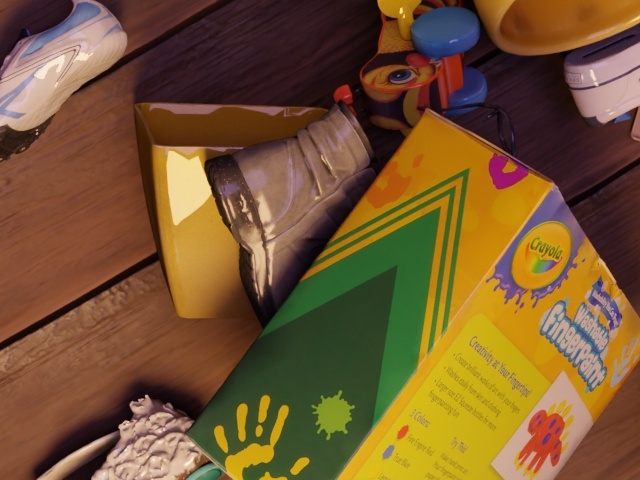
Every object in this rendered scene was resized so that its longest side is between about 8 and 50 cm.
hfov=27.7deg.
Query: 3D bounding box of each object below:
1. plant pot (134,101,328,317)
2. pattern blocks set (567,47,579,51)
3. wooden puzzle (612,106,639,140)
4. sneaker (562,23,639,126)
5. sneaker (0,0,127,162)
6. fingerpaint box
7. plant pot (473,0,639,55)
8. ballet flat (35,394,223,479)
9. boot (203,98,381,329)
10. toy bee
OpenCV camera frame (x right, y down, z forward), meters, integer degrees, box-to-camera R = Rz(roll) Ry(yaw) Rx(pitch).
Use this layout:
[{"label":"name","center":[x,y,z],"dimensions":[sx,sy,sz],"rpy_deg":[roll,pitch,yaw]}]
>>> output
[{"label":"plant pot","center":[-0.080,-0.029,1.344],"dimensions":[0.212,0.212,0.187],"rpy_deg":[0,107,-13]},{"label":"pattern blocks set","center":[0.429,-0.321,1.516],"dimensions":[0.325,0.026,0.285],"rpy_deg":[1,95,-13]},{"label":"wooden puzzle","center":[0.405,-0.146,1.536],"dimensions":[0.116,0.014,0.078],"rpy_deg":[22,86,-15]},{"label":"sneaker","center":[0.395,-0.208,1.470],"dimensions":[0.258,0.094,0.091],"rpy_deg":[-22,118,-5]},{"label":"sneaker","center":[-0.306,-0.159,1.338],"dimensions":[0.237,0.085,0.086],"rpy_deg":[-41,77,-3]},{"label":"fingerpaint box","center":[0.124,0.138,1.298],"dimensions":[0.371,0.163,0.445],"rpy_deg":[-53,147,-3]},{"label":"plant pot","center":[0.249,-0.353,1.320],"dimensions":[0.254,0.254,0.239],"rpy_deg":[-16,74,-11]},{"label":"ballet flat","center":[-0.279,0.325,1.380],"dimensions":[0.409,0.147,0.147],"rpy_deg":[-43,103,-9]},{"label":"boot","center":[0.000,0.000,1.228],"dimensions":[0.161,0.083,0.246],"rpy_deg":[-21,121,-9]},{"label":"toy bee","center":[0.090,-0.181,1.331],"dimensions":[0.162,0.298,0.195],"rpy_deg":[-10,108,2]}]
